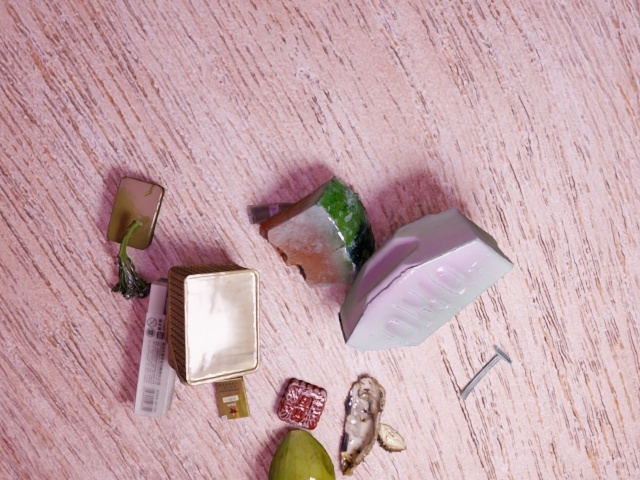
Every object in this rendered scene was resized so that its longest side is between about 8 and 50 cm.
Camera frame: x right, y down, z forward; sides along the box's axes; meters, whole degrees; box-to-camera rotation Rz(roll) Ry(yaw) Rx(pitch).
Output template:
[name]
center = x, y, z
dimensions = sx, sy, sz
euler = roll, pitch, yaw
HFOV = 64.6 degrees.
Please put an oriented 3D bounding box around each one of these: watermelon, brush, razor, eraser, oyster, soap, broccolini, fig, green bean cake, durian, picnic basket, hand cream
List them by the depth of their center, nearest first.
[soap]
center = 0.250, 0.121, 1.346
dimensions = 0.261, 0.156, 0.446
euler = 30, 116, -32
[picnic basket]
center = -0.306, 0.228, 1.426
dimensions = 0.227, 0.175, 0.313
euler = -4, 96, -33
[watermelon]
center = 0.007, 0.003, 1.428
dimensions = 0.301, 0.151, 0.264
euler = -29, 113, 8
[broccolini]
center = -0.529, 0.066, 1.457
dimensions = 0.123, 0.062, 0.272
euler = 18, 119, -6
[brush]
center = -0.536, -0.081, 1.473
dimensions = 0.123, 0.059, 0.198
euler = 17, 99, -6
[hand cream]
center = -0.134, -0.084, 1.494
dimensions = 0.164, 0.037, 0.057
euler = -7, 99, 8
[eraser]
center = -0.478, 0.321, 1.518
dimensions = 0.098, 0.096, 0.405
euler = 11, 98, -1
[fig]
center = -0.055, 0.702, 1.526
dimensions = 0.206, 0.207, 0.230
euler = 3, 100, -1
[razor]
center = 0.502, 0.417, 1.568
dimensions = 0.068, 0.037, 0.191
euler = 40, 99, -1
[green bean cake]
center = -0.057, 0.510, 1.569
dimensions = 0.135, 0.056, 0.135
euler = 20, 99, -4
[oyster]
center = 0.124, 0.581, 1.575
dimensions = 0.128, 0.078, 0.346
euler = 21, 104, 30
[durian]
center = 0.218, 0.636, 1.607
dimensions = 0.130, 0.052, 0.066
euler = 43, 58, -9

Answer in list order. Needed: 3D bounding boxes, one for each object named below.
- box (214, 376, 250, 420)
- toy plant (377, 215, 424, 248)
[box]
center = -0.276, 0.493, 1.582
dimensions = 0.090, 0.023, 0.134
euler = -9, 99, 2
[toy plant]
center = 0.295, 0.046, 1.470
dimensions = 0.243, 0.113, 0.233
euler = -28, 115, 6
